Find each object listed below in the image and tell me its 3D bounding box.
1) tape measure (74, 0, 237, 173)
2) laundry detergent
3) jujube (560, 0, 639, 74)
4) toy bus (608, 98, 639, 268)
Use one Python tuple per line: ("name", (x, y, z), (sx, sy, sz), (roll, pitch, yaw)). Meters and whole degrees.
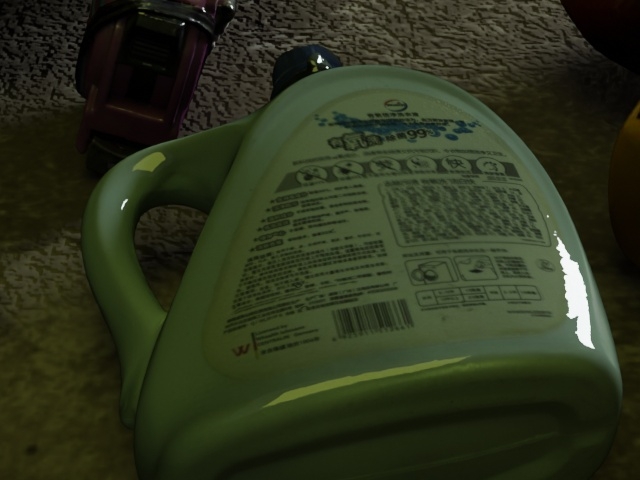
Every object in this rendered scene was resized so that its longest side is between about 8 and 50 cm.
("tape measure", (-0.093, -0.113, 0.737), (0.074, 0.125, 0.118), (15, 42, -12))
("laundry detergent", (0.000, 0.000, 0.609), (0.215, 0.105, 0.280), (-11, 43, -8))
("jujube", (0.250, -0.170, 0.768), (0.236, 0.168, 0.168), (-2, 37, -27))
("toy bus", (0.234, -0.015, 0.610), (0.136, 0.126, 0.209), (-38, 52, -24))
